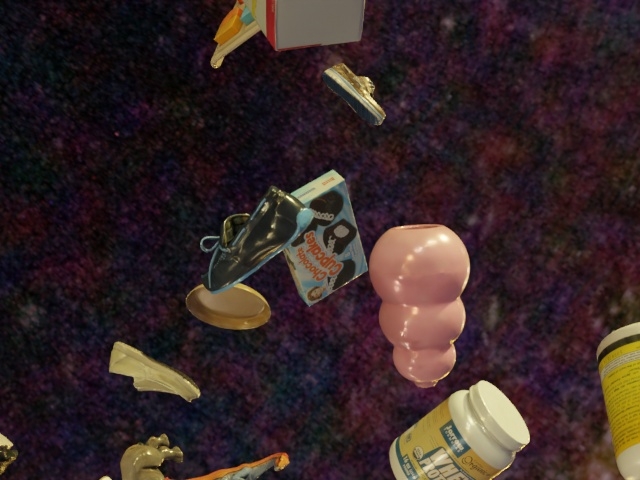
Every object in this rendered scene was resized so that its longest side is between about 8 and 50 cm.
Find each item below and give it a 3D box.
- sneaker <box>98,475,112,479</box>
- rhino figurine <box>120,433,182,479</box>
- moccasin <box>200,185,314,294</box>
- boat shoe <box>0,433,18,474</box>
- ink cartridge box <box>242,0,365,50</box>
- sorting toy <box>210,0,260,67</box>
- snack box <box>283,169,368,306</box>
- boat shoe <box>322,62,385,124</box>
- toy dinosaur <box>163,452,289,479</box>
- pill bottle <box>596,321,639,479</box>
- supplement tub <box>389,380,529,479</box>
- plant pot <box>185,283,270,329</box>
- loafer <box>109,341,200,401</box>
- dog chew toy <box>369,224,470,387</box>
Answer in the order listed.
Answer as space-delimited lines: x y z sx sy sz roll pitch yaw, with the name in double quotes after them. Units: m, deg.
-0.337 0.433 1.244 0.192 0.086 0.064 -45 153 -65 "sneaker"
-0.284 0.461 1.412 0.106 0.243 0.073 0 164 -45 "rhino figurine"
-0.143 -0.009 1.628 0.342 0.117 0.138 -37 -170 39 "moccasin"
-0.660 0.299 1.294 0.158 0.340 0.127 -53 169 -12 "boat shoe"
-0.029 -0.361 1.120 0.128 0.176 0.127 -12 133 -17 "ink cartridge box"
-0.106 -0.396 1.333 0.038 0.208 0.193 31 59 -24 "sorting toy"
0.000 0.000 2.006 0.187 0.060 0.322 -31 136 -13 "snack box"
0.089 -0.342 1.876 0.066 0.183 0.066 -42 168 -15 "boat shoe"
-0.068 0.191 0.659 0.082 0.090 0.047 -46 169 -17 "toy dinosaur"
0.620 0.331 1.486 0.188 0.187 0.334 69 19 -50 "pill bottle"
0.228 0.339 1.354 0.199 0.144 0.144 -44 149 20 "supplement tub"
-0.252 0.175 2.269 0.236 0.236 0.032 68 23 -50 "plant pot"
-0.445 0.365 2.182 0.092 0.268 0.102 -62 171 -8 "loafer"
0.208 0.136 1.693 0.206 0.206 0.332 -10 99 -45 "dog chew toy"
